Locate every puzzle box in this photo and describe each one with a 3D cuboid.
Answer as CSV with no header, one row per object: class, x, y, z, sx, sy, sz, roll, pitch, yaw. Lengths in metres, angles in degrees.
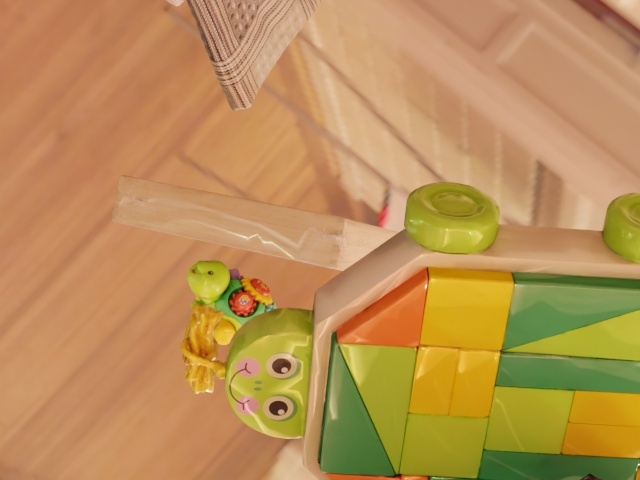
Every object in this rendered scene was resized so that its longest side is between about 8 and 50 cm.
puzzle box,0.000,0.000,1.645,0.409,0.272,0.052,12,90,-62

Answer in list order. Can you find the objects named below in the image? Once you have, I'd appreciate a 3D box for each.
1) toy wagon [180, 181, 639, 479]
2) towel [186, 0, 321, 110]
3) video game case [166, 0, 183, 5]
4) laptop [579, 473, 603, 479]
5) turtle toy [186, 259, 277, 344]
toy wagon,0.085,0.094,0.935,0.068,0.344,0.267,-93,-172,-58
towel,-0.060,-0.363,1.781,0.324,0.056,0.312,-58,144,-34
video game case,-0.121,-0.373,1.523,0.193,0.023,0.212,-49,146,-18
laptop,0.095,0.231,0.910,0.234,0.264,0.136,31,63,-43
turtle toy,-0.093,0.065,1.604,0.130,0.095,0.066,29,108,-35
